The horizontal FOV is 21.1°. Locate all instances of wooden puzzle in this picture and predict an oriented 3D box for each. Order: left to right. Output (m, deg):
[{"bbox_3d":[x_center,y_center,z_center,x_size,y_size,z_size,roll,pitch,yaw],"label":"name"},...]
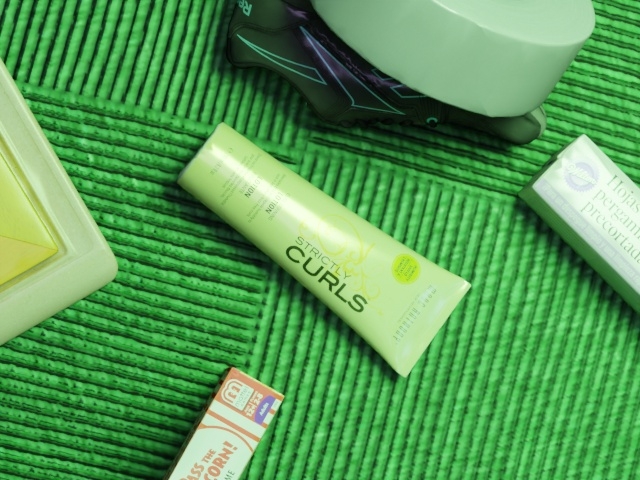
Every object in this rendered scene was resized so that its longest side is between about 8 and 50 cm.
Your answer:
[{"bbox_3d":[-0.303,-0.019,1.313,0.221,0.044,0.238,-30,101,-7],"label":"wooden puzzle"}]

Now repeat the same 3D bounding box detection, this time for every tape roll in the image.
[{"bbox_3d":[0.096,-0.190,1.297,0.219,0.219,0.072,30,123,-2],"label":"tape roll"}]

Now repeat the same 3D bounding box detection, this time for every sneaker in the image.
[{"bbox_3d":[0.051,-0.135,1.363,0.267,0.101,0.106,27,109,-5],"label":"sneaker"}]

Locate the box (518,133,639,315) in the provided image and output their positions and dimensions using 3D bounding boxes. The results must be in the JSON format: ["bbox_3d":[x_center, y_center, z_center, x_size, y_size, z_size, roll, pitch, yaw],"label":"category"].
[{"bbox_3d":[0.296,0.052,1.369,0.324,0.067,0.063,45,83,1],"label":"box"}]

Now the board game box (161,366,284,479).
[{"bbox_3d":[-0.084,0.166,1.266,0.045,0.193,0.146,30,83,-2],"label":"board game box"}]

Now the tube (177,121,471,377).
[{"bbox_3d":[0.000,0.000,1.355,0.240,0.062,0.070,38,124,-6],"label":"tube"}]
